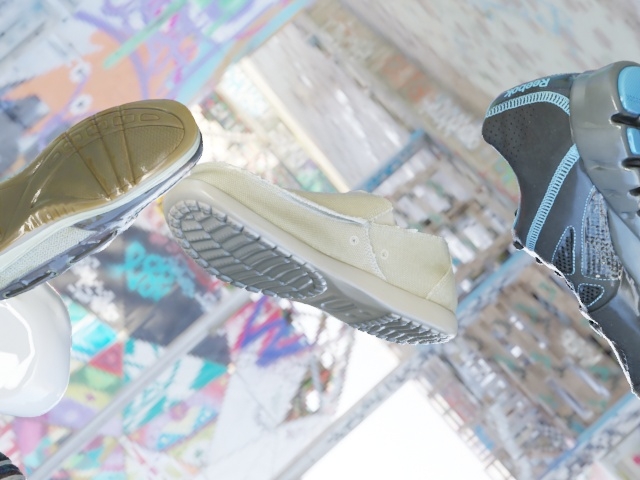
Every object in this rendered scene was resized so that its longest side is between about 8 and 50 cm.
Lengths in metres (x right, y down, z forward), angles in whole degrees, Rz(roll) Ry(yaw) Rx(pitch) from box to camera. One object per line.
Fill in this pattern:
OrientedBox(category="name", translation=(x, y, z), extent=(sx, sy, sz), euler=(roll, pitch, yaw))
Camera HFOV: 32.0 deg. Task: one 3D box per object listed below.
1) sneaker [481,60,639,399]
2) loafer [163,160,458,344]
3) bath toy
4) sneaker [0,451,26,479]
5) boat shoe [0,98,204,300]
OrientedBox(category="sneaker", translation=(0.249, 0.002, 0.966), extent=(0.139, 0.125, 0.341), euler=(-1, 123, 38))
OrientedBox(category="loafer", translation=(0.000, 0.000, 0.849), extent=(0.268, 0.092, 0.102), euler=(28, 152, -34))
OrientedBox(category="bath toy", translation=(-0.329, 0.127, 0.803), extent=(0.151, 0.348, 0.129), euler=(60, -178, 4))
OrientedBox(category="sneaker", translation=(-0.257, 0.301, 0.908), extent=(0.281, 0.106, 0.162), euler=(43, 142, 40))
OrientedBox(category="boat shoe", translation=(-0.122, -0.019, 0.564), extent=(0.049, 0.152, 0.056), euler=(48, -163, -58))
